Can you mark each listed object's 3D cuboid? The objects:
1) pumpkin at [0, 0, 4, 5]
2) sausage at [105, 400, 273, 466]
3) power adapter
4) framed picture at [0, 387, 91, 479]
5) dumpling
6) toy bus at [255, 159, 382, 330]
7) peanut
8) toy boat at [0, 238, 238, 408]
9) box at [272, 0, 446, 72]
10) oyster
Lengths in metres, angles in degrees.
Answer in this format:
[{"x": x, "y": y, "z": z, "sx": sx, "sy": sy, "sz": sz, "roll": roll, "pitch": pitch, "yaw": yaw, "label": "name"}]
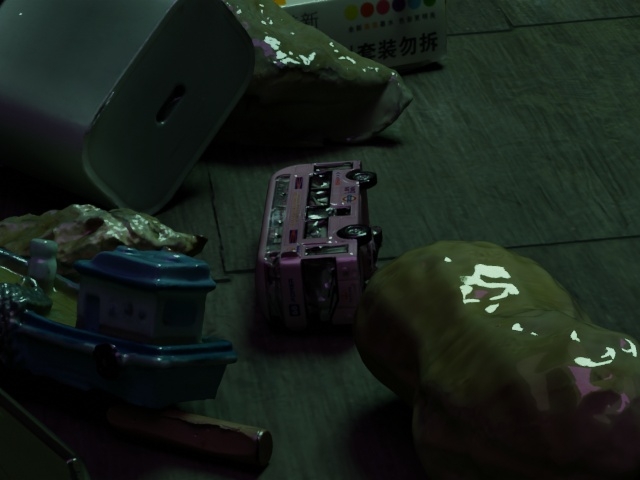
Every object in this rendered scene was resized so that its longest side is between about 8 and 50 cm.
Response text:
[{"x": -0.423, "y": -0.248, "z": 1.900, "sx": 0.233, "sy": 0.163, "sz": 0.233, "roll": 6, "pitch": 31, "yaw": -4, "label": "pumpkin"}, {"x": -0.085, "y": 0.122, "z": 1.243, "sx": 0.116, "sy": 0.026, "sz": 0.026, "roll": 9, "pitch": 28, "yaw": 26, "label": "sausage"}, {"x": -0.205, "y": -0.141, "z": 1.637, "sx": 0.255, "sy": 0.124, "sz": 0.187, "roll": 20, "pitch": 70, "yaw": 41, "label": "power adapter"}, {"x": -0.182, "y": 0.123, "z": 1.060, "sx": 0.019, "sy": 0.209, "sz": 0.281, "roll": -45, "pitch": 24, "yaw": 3, "label": "framed picture"}, {"x": -0.091, "y": -0.172, "z": 1.706, "sx": 0.332, "sy": 0.086, "sz": 0.166, "roll": 34, "pitch": 73, "yaw": 18, "label": "dumpling"}, {"x": 0.000, "y": 0.000, "z": 1.453, "sx": 0.090, "sy": 0.063, "sz": 0.203, "roll": -4, "pitch": 23, "yaw": 3, "label": "toy bus"}, {"x": 0.116, "y": 0.086, "z": 1.176, "sx": 0.149, "sy": 0.149, "sz": 0.313, "roll": -9, "pitch": 26, "yaw": -14, "label": "peanut"}, {"x": -0.162, "y": 0.041, "z": 1.316, "sx": 0.238, "sy": 0.098, "sz": 0.109, "roll": 12, "pitch": 9, "yaw": 41, "label": "toy boat"}, {"x": -0.027, "y": -0.235, "z": 1.919, "sx": 0.221, "sy": 0.091, "sz": 0.274, "roll": -14, "pitch": 27, "yaw": -23, "label": "box"}, {"x": -0.204, "y": 0.006, "z": 1.450, "sx": 0.209, "sy": 0.072, "sz": 0.133, "roll": 13, "pitch": 26, "yaw": 34, "label": "oyster"}]
